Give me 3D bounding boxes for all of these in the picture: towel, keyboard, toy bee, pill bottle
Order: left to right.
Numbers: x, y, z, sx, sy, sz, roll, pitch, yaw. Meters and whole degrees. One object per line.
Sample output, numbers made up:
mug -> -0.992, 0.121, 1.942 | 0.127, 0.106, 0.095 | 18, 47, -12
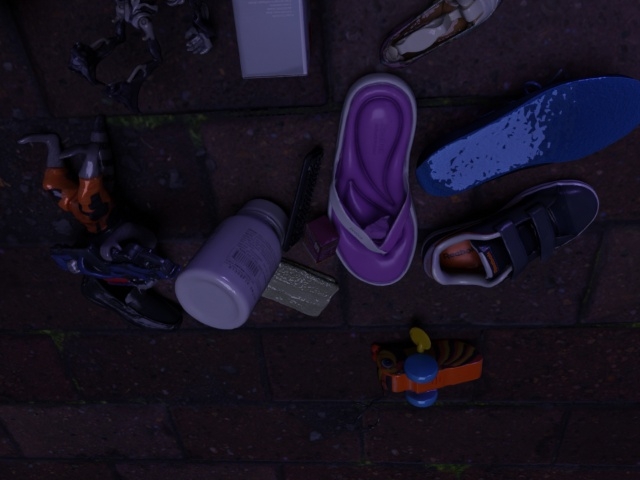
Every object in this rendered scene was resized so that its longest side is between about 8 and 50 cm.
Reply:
pill bottle -> -0.140, 0.031, 0.864 | 0.131, 0.229, 0.131 | 12, 131, 14
towel -> -0.046, 0.099, 1.031 | 0.148, 0.027, 0.110 | 25, 120, -11
keyboard -> -0.027, -0.075, 0.875 | 0.023, 0.108, 0.180 | 19, 114, 5
toy bee -> 0.186, 0.266, 1.067 | 0.298, 0.162, 0.195 | 2, 118, -26

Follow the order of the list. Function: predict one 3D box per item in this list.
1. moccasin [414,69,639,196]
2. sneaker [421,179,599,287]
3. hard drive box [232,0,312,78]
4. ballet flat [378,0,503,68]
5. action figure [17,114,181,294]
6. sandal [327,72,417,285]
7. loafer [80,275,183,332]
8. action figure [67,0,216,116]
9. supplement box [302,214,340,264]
moccasin -> 0.310, -0.180, 0.777 | 0.342, 0.117, 0.137 | -15, 112, 13
sneaker -> 0.337, 0.001, 0.874 | 0.321, 0.127, 0.126 | -25, 105, 17
hard drive box -> -0.064, -0.354, 0.651 | 0.089, 0.181, 0.232 | -1, 123, 3
ballet flat -> 0.183, -0.318, 0.715 | 0.221, 0.079, 0.077 | -29, 115, 21
action figure -> -0.357, -0.037, 0.887 | 0.341, 0.178, 0.330 | 7, 132, 29
sandal -> 0.088, -0.073, 0.865 | 0.169, 0.102, 0.416 | -3, 123, 7
loafer -> -0.394, 0.126, 1.045 | 0.223, 0.076, 0.078 | 28, 128, -9
action figure -> -0.241, -0.330, 0.712 | 0.164, 0.141, 0.275 | 34, 93, -7
supplement box -> 0.000, 0.000, 0.923 | 0.043, 0.055, 0.083 | -26, 160, -19
